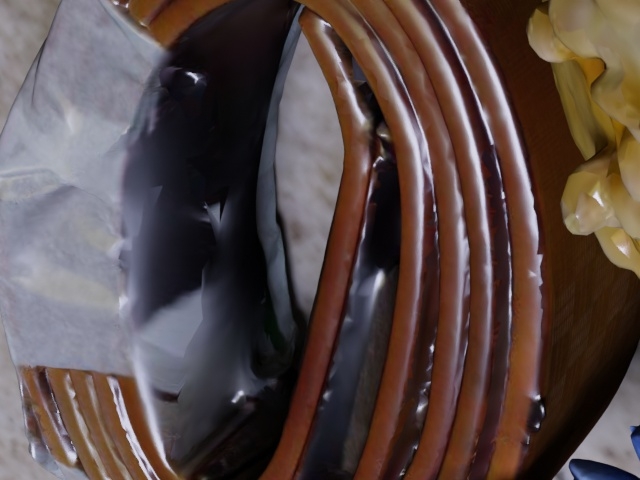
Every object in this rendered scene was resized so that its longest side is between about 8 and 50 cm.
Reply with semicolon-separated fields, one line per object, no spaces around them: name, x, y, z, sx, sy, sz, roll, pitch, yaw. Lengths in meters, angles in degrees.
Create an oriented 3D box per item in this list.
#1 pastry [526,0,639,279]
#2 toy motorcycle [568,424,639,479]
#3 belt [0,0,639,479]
pastry;0.182;-0.049;0.380;0.316;0.184;0.284;13;124;25
toy motorcycle;0.139;0.100;0.496;0.205;0.076;0.114;26;95;15
belt;0.000;0.000;0.577;0.184;0.105;0.261;27;129;18
